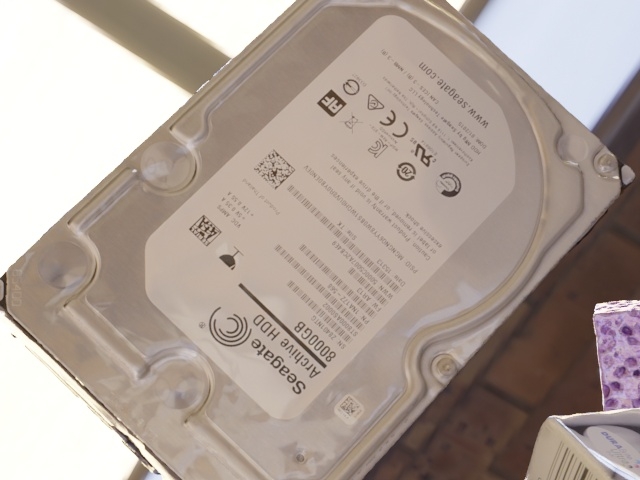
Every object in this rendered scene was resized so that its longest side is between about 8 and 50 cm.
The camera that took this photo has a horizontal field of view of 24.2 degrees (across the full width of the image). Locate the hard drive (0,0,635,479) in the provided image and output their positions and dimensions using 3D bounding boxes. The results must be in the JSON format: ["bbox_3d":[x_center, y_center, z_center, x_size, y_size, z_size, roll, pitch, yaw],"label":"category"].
[{"bbox_3d":[0.000,0.000,0.911,0.339,0.237,0.064,-45,-5,-17],"label":"hard drive"}]

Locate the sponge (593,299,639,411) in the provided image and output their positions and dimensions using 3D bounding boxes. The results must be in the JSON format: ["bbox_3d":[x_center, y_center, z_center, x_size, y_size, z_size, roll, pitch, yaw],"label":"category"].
[{"bbox_3d":[0.261,0.142,1.055,0.031,0.117,0.210,-50,-47,-70],"label":"sponge"}]

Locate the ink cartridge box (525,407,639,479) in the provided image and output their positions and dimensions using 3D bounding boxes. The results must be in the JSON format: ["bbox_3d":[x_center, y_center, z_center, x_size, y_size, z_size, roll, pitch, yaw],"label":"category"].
[{"bbox_3d":[0.214,0.127,0.539,0.206,0.208,0.045,48,132,51],"label":"ink cartridge box"}]
